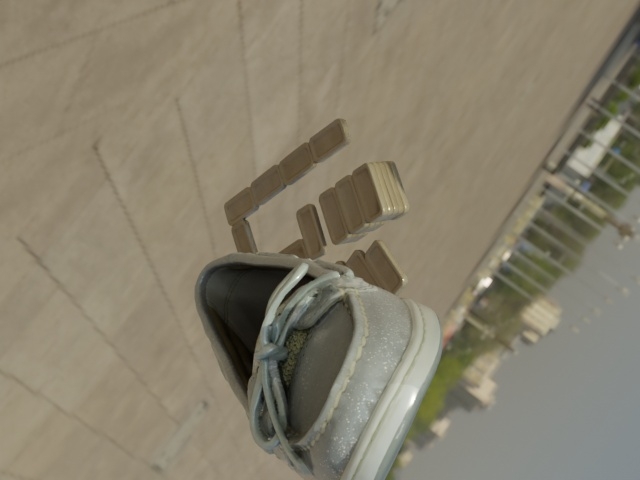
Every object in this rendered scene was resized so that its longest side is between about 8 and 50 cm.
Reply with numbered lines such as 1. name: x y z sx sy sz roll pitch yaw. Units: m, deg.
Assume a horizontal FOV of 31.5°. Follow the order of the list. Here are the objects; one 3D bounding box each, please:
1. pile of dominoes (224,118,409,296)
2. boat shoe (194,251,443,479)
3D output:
1. pile of dominoes: 0.000 0.000 1.234 0.040 0.196 0.251 -6 163 -40
2. boat shoe: -0.014 0.063 0.662 0.118 0.103 0.320 -65 -168 4
